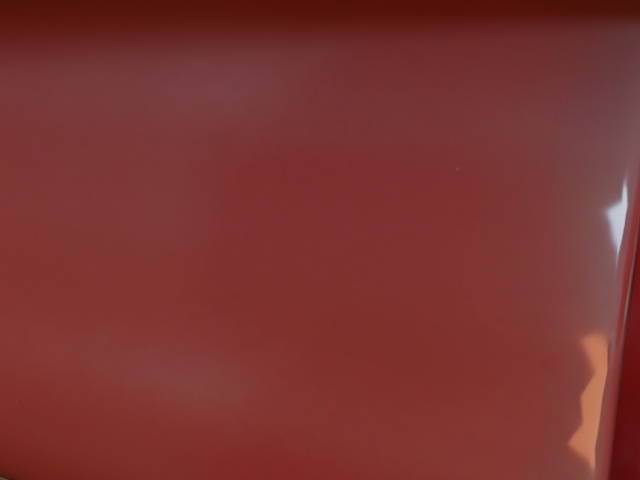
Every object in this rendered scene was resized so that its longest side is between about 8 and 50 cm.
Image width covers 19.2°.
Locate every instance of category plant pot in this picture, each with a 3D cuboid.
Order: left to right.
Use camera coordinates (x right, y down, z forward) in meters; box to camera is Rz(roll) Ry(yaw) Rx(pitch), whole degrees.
[{"bbox_3d":[0.000,0.000,0.657,0.243,0.275,0.275,7,126,14],"label":"plant pot"}]
